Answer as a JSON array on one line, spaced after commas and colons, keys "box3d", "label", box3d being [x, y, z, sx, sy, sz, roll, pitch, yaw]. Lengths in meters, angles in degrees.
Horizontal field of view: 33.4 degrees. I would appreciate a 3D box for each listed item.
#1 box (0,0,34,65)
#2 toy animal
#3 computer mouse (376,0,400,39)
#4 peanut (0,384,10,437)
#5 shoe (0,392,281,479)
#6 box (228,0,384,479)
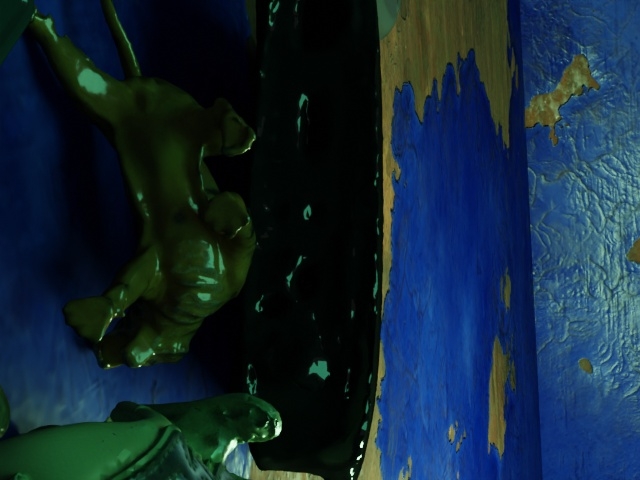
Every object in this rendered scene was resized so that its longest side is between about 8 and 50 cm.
[{"box3d": [-0.170, -0.100, 0.456, 0.126, 0.031, 0.091, -71, 153, -42], "label": "box"}, {"box3d": [-0.096, -0.059, 0.581, 0.116, 0.114, 0.255, 133, -55, -85], "label": "toy animal"}, {"box3d": [0.055, -0.319, 1.106, 0.120, 0.057, 0.232, 51, 44, -61], "label": "computer mouse"}, {"box3d": [-0.162, 0.060, 0.470, 0.037, 0.037, 0.083, -70, 146, -47], "label": "peanut"}, {"box3d": [-0.085, 0.142, 0.527, 0.262, 0.140, 0.128, 12, 71, -76], "label": "shoe"}, {"box3d": [0.000, 0.000, 0.776, 0.350, 0.091, 0.359, 84, 9, -76], "label": "box"}]
